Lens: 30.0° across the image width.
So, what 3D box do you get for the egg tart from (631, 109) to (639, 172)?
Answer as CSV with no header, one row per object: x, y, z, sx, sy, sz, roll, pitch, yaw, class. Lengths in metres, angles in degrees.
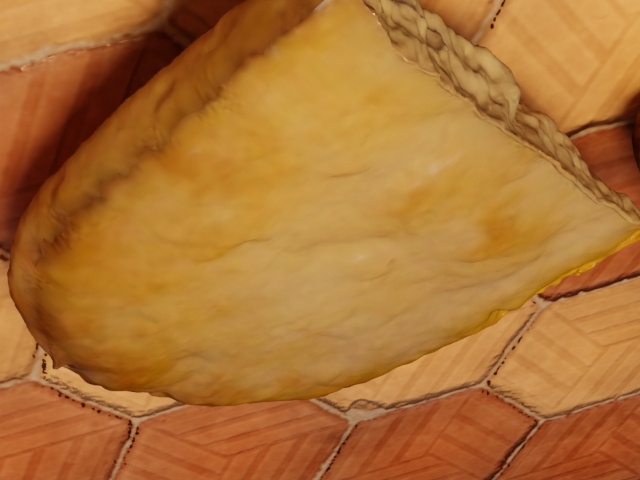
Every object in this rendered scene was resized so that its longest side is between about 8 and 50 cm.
0.326,-0.057,0.900,0.202,0.202,0.147,-34,116,18,egg tart

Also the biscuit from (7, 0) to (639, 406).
0.000,-0.001,0.885,0.446,0.104,0.429,-35,145,32,biscuit
